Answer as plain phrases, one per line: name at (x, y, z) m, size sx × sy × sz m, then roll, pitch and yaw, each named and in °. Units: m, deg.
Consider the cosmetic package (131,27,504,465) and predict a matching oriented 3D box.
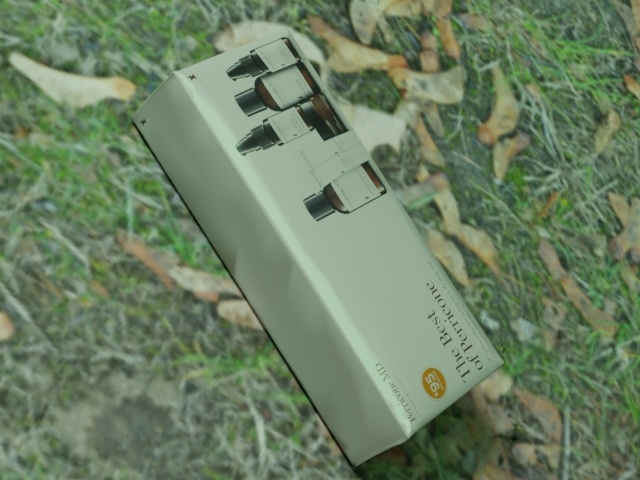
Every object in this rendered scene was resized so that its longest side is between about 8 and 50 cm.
cosmetic package at (0.000, 0.000, 0.760) m, size 0.099 × 0.060 × 0.239 m, roll -31°, pitch 86°, yaw -41°
